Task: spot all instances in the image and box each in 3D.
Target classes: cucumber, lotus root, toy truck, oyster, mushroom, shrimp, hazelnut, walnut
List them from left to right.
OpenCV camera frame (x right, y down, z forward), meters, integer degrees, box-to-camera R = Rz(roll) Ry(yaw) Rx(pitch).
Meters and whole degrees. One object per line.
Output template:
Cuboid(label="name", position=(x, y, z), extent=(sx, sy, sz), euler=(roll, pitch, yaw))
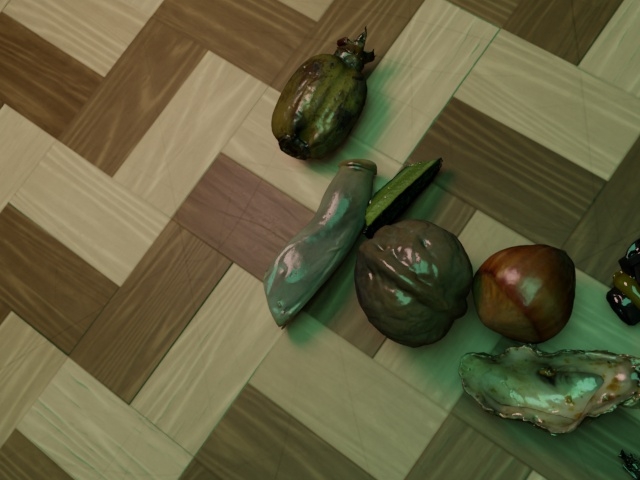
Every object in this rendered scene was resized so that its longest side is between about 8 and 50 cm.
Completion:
Cuboid(label="mushroom", position=(0.002, 0.000, 1.743), extent=(0.109, 0.097, 0.351), euler=(30, 78, 19))
Cuboid(label="lotus root", position=(0.012, -0.279, 1.803), extent=(0.154, 0.154, 0.278), euler=(26, 82, 20))
Cuboid(label="cucumber", position=(0.135, -0.077, 1.730), extent=(0.220, 0.046, 0.070), euler=(-43, 37, -24))
Cuboid(label="walnut", position=(0.158, 0.070, 1.612), extent=(0.224, 0.224, 0.224), euler=(-4, 72, 13))
Cuboid(label="hazelnut", position=(0.340, 0.081, 1.582), extent=(0.182, 0.182, 0.182), euler=(-4, 72, 13))
Cuboid(label="oyster", position=(0.406, 0.238, 1.555), extent=(0.341, 0.110, 0.166), euler=(-14, 64, 13))
Cuboid(label="shrimp", position=(0.554, 0.378, 1.515), extent=(0.161, 0.034, 0.091), euler=(37, 73, 15))
Cuboid(label="toy truck", position=(0.574, 0.101, 1.523), extent=(0.147, 0.165, 0.224), euler=(-36, 68, 1))
